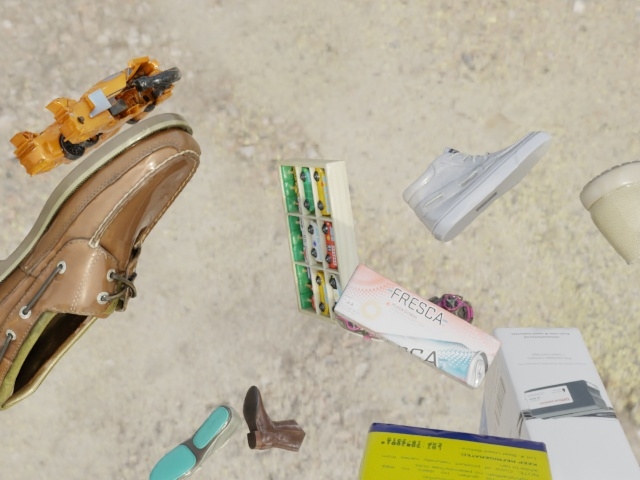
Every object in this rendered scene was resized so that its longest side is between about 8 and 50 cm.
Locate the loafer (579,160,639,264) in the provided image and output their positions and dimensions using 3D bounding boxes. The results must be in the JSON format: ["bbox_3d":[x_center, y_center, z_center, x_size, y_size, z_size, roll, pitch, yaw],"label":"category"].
[{"bbox_3d":[0.367,-0.020,0.897,0.268,0.102,0.092,-3,72,-15],"label":"loafer"}]

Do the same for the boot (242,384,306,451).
[{"bbox_3d":[-0.073,0.294,1.590,0.037,0.114,0.106,-14,72,44],"label":"boot"}]

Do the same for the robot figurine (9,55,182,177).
[{"bbox_3d":[-0.339,-0.205,1.515,0.085,0.211,0.291,54,35,-8],"label":"robot figurine"}]

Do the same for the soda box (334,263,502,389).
[{"bbox_3d":[0.108,0.097,1.088,0.183,0.058,0.063,28,83,8],"label":"soda box"}]

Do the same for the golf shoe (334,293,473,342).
[{"bbox_3d":[0.107,0.110,1.299,0.186,0.086,0.068,4,70,-9],"label":"golf shoe"}]

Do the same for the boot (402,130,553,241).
[{"bbox_3d":[0.259,-0.123,1.629,0.258,0.095,0.123,-40,70,-2],"label":"boot"}]

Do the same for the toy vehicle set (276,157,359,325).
[{"bbox_3d":[0.000,0.000,1.579,0.035,0.267,0.166,-14,11,-28],"label":"toy vehicle set"}]

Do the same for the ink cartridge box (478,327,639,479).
[{"bbox_3d":[0.390,0.376,1.628,0.166,0.286,0.395,-1,33,-2],"label":"ink cartridge box"}]

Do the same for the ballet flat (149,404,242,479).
[{"bbox_3d":[-0.233,0.407,1.857,0.213,0.068,0.072,-44,50,-5],"label":"ballet flat"}]

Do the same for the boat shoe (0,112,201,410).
[{"bbox_3d":[-0.202,0.025,0.846,0.307,0.110,0.104,-44,71,16],"label":"boat shoe"}]

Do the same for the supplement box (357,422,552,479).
[{"bbox_3d":[0.116,0.343,0.900,0.194,0.195,0.356,6,16,7],"label":"supplement box"}]
